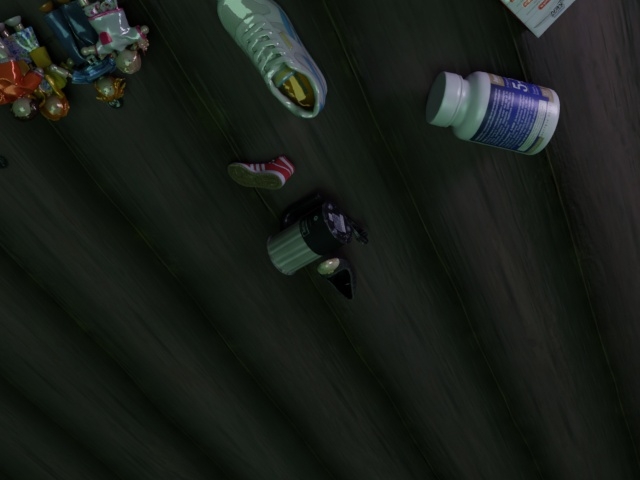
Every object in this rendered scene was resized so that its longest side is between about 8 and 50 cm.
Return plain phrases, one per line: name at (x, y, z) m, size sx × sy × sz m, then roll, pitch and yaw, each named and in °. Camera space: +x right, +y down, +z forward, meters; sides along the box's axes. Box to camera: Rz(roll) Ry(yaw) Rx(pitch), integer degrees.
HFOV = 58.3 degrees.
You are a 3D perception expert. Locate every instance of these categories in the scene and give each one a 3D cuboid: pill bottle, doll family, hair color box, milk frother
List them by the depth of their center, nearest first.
hair color box at (0.295, -0.393, 0.845) m, size 0.167 × 0.053 × 0.093 m, roll 35°, pitch 115°, yaw -20°
doll family at (-0.388, -0.277, 0.882) m, size 0.263 × 0.118 × 0.163 m, roll -27°, pitch 115°, yaw -6°
pill bottle at (0.273, -0.210, 0.929) m, size 0.187 × 0.112 × 0.111 m, roll 11°, pitch 122°, yaw -9°
milk frother at (0.000, 0.000, 1.054) m, size 0.135 × 0.129 × 0.143 m, roll -29°, pitch 125°, yaw 28°

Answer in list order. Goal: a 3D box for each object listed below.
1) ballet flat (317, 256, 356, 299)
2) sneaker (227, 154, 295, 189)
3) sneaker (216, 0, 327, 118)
ballet flat at (0.039, 0.071, 1.097) m, size 0.058 × 0.049 × 0.173 m, roll -22°, pitch 156°, yaw 12°
sneaker at (-0.103, -0.126, 1.022) m, size 0.119 × 0.067 × 0.042 m, roll 15°, pitch 130°, yaw 24°
sneaker at (-0.069, -0.287, 0.880) m, size 0.087 × 0.092 × 0.229 m, roll -35°, pitch 117°, yaw 21°
